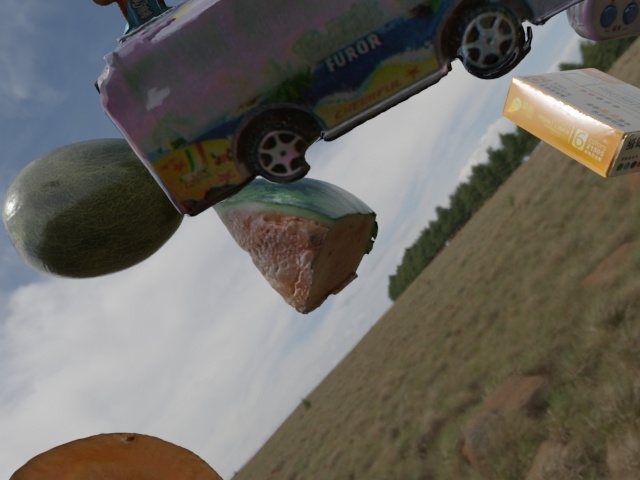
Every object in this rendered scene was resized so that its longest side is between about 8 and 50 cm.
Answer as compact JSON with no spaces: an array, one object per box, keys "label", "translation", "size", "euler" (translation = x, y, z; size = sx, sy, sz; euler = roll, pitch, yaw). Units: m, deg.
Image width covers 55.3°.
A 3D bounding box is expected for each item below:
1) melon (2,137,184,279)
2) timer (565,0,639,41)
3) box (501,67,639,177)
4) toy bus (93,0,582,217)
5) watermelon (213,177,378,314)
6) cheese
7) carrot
[{"label":"melon","translation":[-0.385,-0.056,1.068],"size":[0.302,0.237,0.237],"euler":[-20,-19,-16]},{"label":"timer","translation":[0.465,-0.408,0.929],"size":[0.209,0.069,0.190],"euler":[-15,-57,-25]},{"label":"box","translation":[0.497,-0.220,1.095],"size":[0.221,0.274,0.091],"euler":[-13,-52,-26]},{"label":"toy bus","translation":[0.013,-0.144,0.406],"size":[0.317,0.138,0.112],"euler":[-29,34,10]},{"label":"watermelon","translation":[0.009,-0.025,1.168],"size":[0.222,0.319,0.292],"euler":[-23,13,39]},{"label":"cheese","translation":[-0.193,-0.247,0.694],"size":[0.106,0.037,0.256],"euler":[-33,0,-6]},{"label":"carrot","translation":[-0.246,0.364,0.766],"size":[0.258,0.307,0.100],"euler":[-76,-5,-65]}]
